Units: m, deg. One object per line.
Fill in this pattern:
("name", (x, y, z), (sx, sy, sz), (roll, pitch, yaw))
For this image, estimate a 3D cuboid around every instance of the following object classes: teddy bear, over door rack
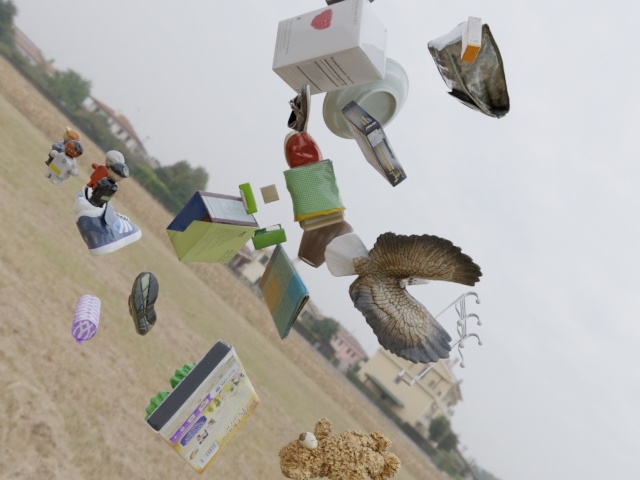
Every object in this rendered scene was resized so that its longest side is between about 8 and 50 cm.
("teddy bear", (0.058, 0.580, 1.528), (0.338, 0.113, 0.245), (12, 25, -2))
("over door rack", (0.401, 0.337, 1.823), (0.108, 0.324, 0.239), (48, -21, 48))

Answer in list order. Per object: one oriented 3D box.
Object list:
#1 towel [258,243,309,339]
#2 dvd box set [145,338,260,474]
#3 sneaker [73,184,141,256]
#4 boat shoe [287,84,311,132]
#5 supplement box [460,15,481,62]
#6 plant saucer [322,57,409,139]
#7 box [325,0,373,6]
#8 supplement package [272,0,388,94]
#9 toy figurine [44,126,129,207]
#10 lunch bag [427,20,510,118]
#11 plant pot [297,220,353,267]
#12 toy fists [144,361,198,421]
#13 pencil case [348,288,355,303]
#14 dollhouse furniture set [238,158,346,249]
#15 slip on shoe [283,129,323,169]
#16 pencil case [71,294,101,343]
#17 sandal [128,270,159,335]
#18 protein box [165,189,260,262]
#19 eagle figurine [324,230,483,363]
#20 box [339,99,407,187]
("towel", (-0.171, 0.220, 2.494), (0.040, 0.271, 0.370), (9, 32, -32))
("dvd box set", (-0.339, 0.520, 1.703), (0.062, 0.307, 0.420), (29, -28, 25))
("sneaker", (-0.753, -0.091, 1.963), (0.323, 0.130, 0.236), (-73, 148, -76))
("boat shoe", (-0.062, -0.369, 1.568), (0.065, 0.075, 0.206), (6, -19, -4))
("supplement box", (0.395, -0.527, 1.457), (0.036, 0.098, 0.062), (9, -23, 0))
("plant saucer", (0.207, -0.566, 2.325), (0.100, 0.400, 0.400), (62, 6, 37))
("box", (0.116, -0.900, 1.690), (0.183, 0.296, 0.294), (23, -30, 57))
("supplement package", (0.030, -0.568, 1.650), (0.293, 0.177, 0.175), (-4, -19, 30))
("toy figurine", (-0.680, -0.219, 1.623), (0.209, 0.148, 0.213), (34, 7, -31))
("lunch bag", (0.474, -0.517, 1.737), (0.287, 0.169, 0.235), (58, 10, -21))
("plant pot", (0.000, 0.000, 2.493), (0.215, 0.230, 0.215), (30, -13, 7))
("toy fists", (-0.517, 0.574, 2.033), (0.142, 0.279, 0.096), (34, -17, 20))
("pencil case", (0.140, 0.119, 1.502), (0.070, 0.152, 0.064), (31, -48, 23))
("dollhouse furniture set", (-0.076, -0.114, 1.656), (0.151, 0.301, 0.197), (-129, -157, -82))
("slip on shoe", (-0.026, -0.213, 1.816), (0.101, 0.123, 0.331), (48, -19, 56))
("pencil case", (-0.797, 0.261, 1.888), (0.086, 0.088, 0.206), (35, 6, -24))
("sandal", (-0.682, 0.238, 2.092), (0.086, 0.120, 0.303), (30, -51, 20))
("protein box", (-0.347, -0.039, 1.799), (0.201, 0.200, 0.136), (5, 48, -51))
("eagle figurine", (0.169, 0.085, 1.168), (0.226, 0.225, 0.298), (67, -12, -25))
("box", (0.159, -0.291, 1.678), (0.231, 0.056, 0.183), (54, 0, -43))
